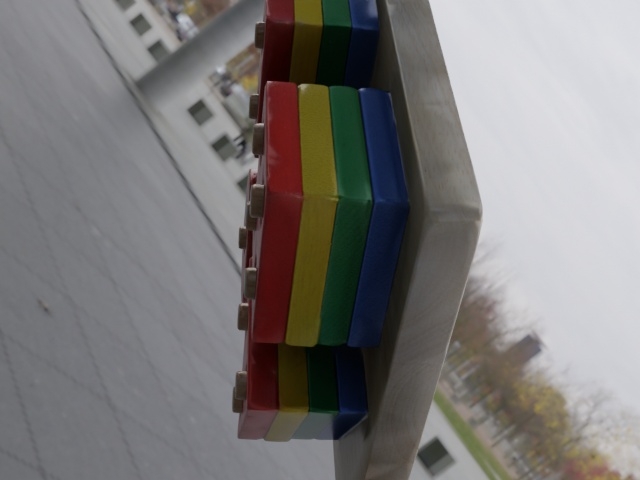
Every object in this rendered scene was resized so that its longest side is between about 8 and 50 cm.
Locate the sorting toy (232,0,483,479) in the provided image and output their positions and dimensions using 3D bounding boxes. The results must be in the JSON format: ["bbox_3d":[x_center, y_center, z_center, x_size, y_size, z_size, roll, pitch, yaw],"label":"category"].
[{"bbox_3d":[0.000,0.000,0.545,0.257,0.089,0.255,-94,-170,-49],"label":"sorting toy"}]
